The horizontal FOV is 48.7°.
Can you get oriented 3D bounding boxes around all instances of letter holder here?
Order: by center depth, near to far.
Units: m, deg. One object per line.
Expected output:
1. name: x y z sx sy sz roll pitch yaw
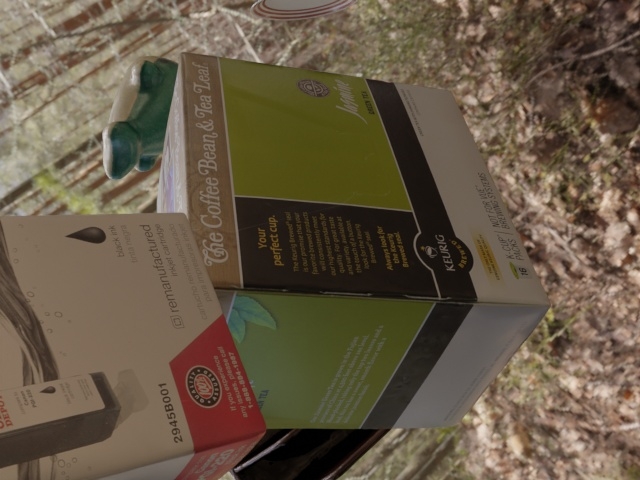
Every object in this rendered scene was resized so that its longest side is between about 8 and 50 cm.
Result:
1. letter holder: 0.025 0.216 0.994 0.152 0.302 0.214 53 135 8

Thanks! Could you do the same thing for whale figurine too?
1. whale figurine: -0.287 -0.207 1.233 0.141 0.272 0.216 13 126 0

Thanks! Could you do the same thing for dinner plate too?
1. dinner plate: -0.020 -0.307 0.902 0.141 0.141 0.017 2 101 61

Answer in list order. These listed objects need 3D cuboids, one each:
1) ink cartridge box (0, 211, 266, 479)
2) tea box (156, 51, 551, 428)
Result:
1. ink cartridge box: -0.161 0.071 0.379 0.092 0.218 0.158 -50 55 42
2. tea box: 0.000 0.000 0.740 0.328 0.324 0.219 -101 24 -43
